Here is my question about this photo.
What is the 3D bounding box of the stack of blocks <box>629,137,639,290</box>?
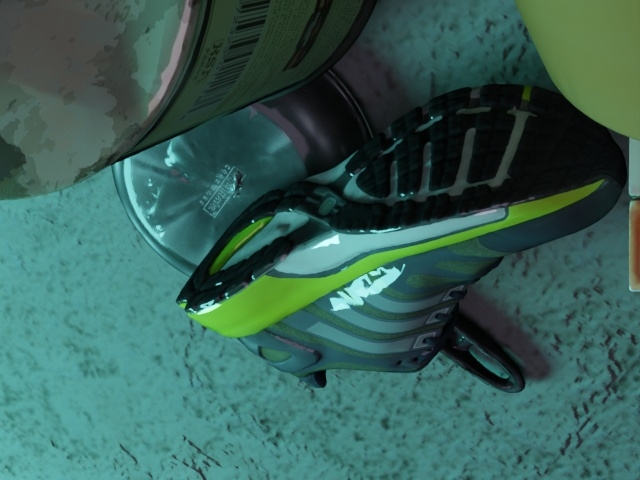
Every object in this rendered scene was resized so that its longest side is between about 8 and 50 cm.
[{"bbox_3d":[0.309,-0.018,0.585,0.297,0.171,0.087,0,88,19],"label":"stack of blocks"}]

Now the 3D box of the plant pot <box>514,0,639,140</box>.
[{"bbox_3d":[0.186,-0.175,0.508,0.291,0.291,0.203,-1,133,20],"label":"plant pot"}]

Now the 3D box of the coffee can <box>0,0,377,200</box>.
[{"bbox_3d":[-0.097,-0.147,0.584,0.202,0.275,0.201,5,106,17],"label":"coffee can"}]

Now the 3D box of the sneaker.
[{"bbox_3d":[0.053,0.008,0.686,0.121,0.111,0.300,42,140,-25],"label":"sneaker"}]

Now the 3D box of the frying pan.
[{"bbox_3d":[-0.025,0.009,0.805,0.197,0.053,0.326,-24,104,29],"label":"frying pan"}]
